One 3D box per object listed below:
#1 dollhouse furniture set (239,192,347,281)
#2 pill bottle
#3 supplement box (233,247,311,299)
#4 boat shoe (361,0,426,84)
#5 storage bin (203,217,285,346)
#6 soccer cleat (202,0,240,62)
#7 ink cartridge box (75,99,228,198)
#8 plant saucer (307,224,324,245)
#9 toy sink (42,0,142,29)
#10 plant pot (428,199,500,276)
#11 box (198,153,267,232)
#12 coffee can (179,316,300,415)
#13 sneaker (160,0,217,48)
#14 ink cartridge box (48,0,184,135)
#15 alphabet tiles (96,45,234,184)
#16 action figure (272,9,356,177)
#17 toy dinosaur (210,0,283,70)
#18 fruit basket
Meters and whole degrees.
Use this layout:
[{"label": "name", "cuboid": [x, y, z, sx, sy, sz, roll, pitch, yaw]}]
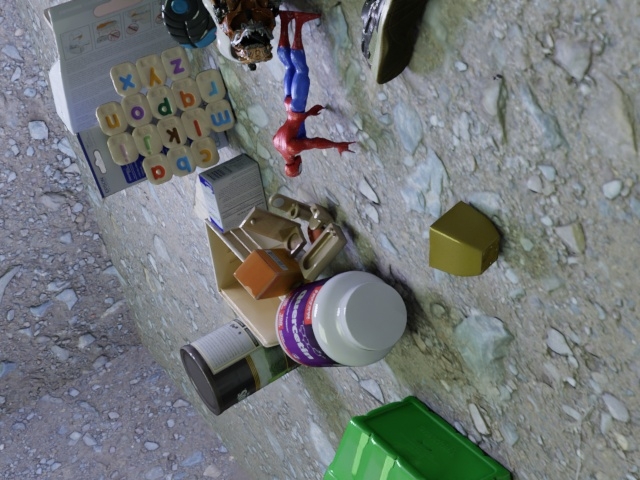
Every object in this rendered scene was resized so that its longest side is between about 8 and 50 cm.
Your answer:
[{"label": "dollhouse furniture set", "cuboid": [-0.056, -0.014, 1.585, 0.144, 0.123, 0.151, -50, 41, 24]}, {"label": "pill bottle", "cuboid": [0.040, 0.158, 1.566, 0.182, 0.181, 0.323, 63, 157, -1]}, {"label": "supplement box", "cuboid": [-0.085, 0.067, 1.678, 0.080, 0.078, 0.233, 46, -164, 18]}, {"label": "boat shoe", "cuboid": [0.091, -0.309, 1.089, 0.073, 0.080, 0.223, 47, 157, 21]}, {"label": "storage bin", "cuboid": [-0.156, 0.088, 1.969, 0.260, 0.123, 0.262, 44, 150, 37]}, {"label": "soccer cleat", "cuboid": [-0.179, -0.433, 1.536, 0.076, 0.068, 0.196, 39, 155, 33]}, {"label": "ink cartridge box", "cuboid": [-0.388, -0.236, 1.831, 0.065, 0.332, 0.165, 23, 134, 55]}, {"label": "plant saucer", "cuboid": [0.000, 0.000, 1.690, 0.083, 0.013, 0.083, 46, 151, 35]}, {"label": "toy sink", "cuboid": [-0.542, -0.512, 1.978, 0.153, 0.234, 0.131, 51, 154, 23]}, {"label": "plant pot", "cuboid": [0.217, 0.005, 1.174, 0.083, 0.081, 0.081, 28, 141, 34]}, {"label": "box", "cuboid": [-0.202, -0.110, 1.844, 0.072, 0.126, 0.137, 35, 144, 44]}, {"label": "coffee can", "cuboid": [-0.203, 0.305, 2.105, 0.201, 0.275, 0.202, 46, 152, 33]}, {"label": "sneaker", "cuboid": [-0.270, -0.545, 1.575, 0.140, 0.125, 0.341, -101, 3, -45]}, {"label": "ink cartridge box", "cuboid": [-0.460, -0.440, 1.791, 0.091, 0.308, 0.385, 51, 154, 23]}, {"label": "alphabet tiles", "cuboid": [-0.340, -0.274, 1.761, 0.021, 0.284, 0.278, -133, 25, -65]}, {"label": "action figure", "cuboid": [-0.011, -0.247, 1.376, 0.091, 0.139, 0.280, 32, 120, 55]}, {"label": "toy dinosaur", "cuboid": [-0.141, -0.412, 1.336, 0.322, 0.164, 0.218, 42, 146, 44]}, {"label": "fruit basket", "cuboid": [0.179, 0.553, 1.572, 0.392, 0.283, 0.392, 28, 124, 51]}]
